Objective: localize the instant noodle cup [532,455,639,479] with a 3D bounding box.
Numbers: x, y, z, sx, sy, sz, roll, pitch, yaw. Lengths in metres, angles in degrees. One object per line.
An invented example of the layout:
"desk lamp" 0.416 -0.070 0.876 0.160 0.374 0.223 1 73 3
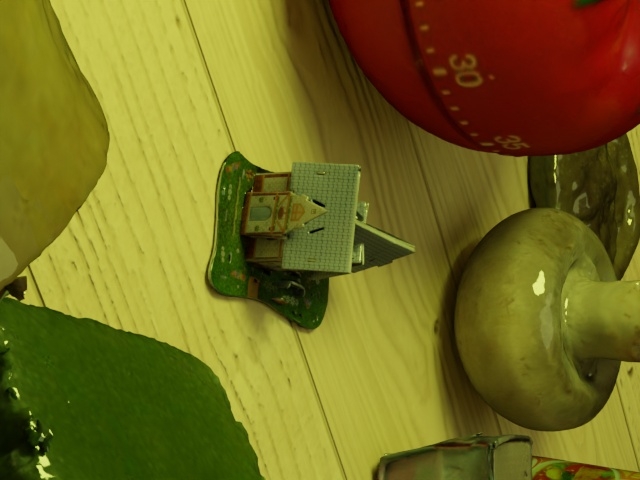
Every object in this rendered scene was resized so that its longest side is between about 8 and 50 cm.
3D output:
"instant noodle cup" 0.218 0.261 1.750 0.168 0.185 0.168 5 84 -58

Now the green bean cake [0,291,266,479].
"green bean cake" -0.135 0.174 1.109 0.250 0.156 0.247 24 37 -58

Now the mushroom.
"mushroom" 0.225 0.071 1.759 0.204 0.204 0.204 4 85 -58

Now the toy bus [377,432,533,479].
"toy bus" 0.114 0.319 1.637 0.112 0.138 0.317 11 78 -62

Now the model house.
"model house" 0.000 0.000 1.507 0.167 0.088 0.117 28 65 -54

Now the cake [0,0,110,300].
"cake" -0.244 0.010 0.918 0.332 0.332 0.321 -54 137 -44

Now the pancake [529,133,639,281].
"pancake" 0.281 -0.054 1.989 0.242 0.050 0.242 1 89 -58

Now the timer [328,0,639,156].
"timer" 0.162 -0.257 1.600 0.378 0.279 0.378 -6 96 -59
